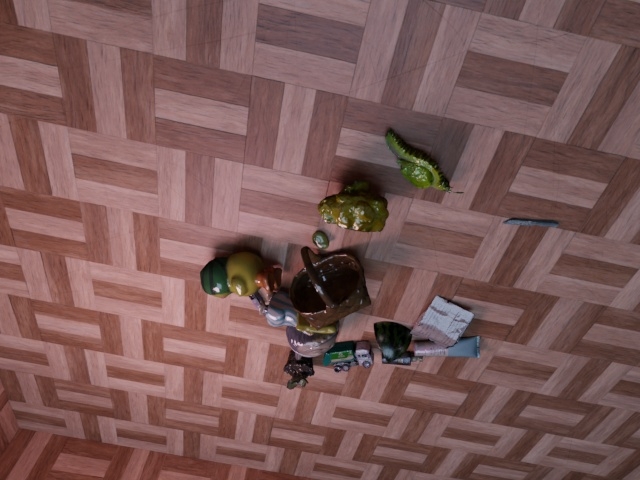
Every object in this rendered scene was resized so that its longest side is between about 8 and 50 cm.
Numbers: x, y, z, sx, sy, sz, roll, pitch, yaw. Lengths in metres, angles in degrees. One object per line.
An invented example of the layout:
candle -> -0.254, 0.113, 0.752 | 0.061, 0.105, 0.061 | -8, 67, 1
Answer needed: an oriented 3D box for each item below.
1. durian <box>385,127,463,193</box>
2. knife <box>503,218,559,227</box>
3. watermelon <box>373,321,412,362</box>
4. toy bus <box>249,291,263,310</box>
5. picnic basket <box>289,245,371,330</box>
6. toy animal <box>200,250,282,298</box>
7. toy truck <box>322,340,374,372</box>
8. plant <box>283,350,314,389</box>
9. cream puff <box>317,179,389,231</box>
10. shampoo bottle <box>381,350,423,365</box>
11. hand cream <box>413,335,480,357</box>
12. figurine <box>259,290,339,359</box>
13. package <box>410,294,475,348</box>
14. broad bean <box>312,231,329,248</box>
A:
durian -> 0.365, -0.257, 1.610 | 0.375, 0.107, 0.132 | 39, 126, -16
knife -> 0.826, -0.069, 1.758 | 0.210, 0.015, 0.028 | 4, 132, 3
watermelon -> 0.331, 0.462, 2.144 | 0.137, 0.193, 0.145 | 13, 144, 57
toy bus -> -0.304, 0.267, 2.093 | 0.037, 0.052, 0.131 | -15, 124, 17
picnic basket -> 0.008, 0.159, 1.817 | 0.337, 0.293, 0.337 | -10, 134, -11
toy animal -> -0.350, 0.143, 1.927 | 0.338, 0.216, 0.191 | -3, 99, 12
toy truck -> 0.135, 0.576, 2.247 | 0.253, 0.114, 0.124 | -13, 113, 14
plant -> -0.109, 0.650, 2.267 | 0.142, 0.203, 0.131 | -35, 124, 21
cream puff -> 0.124, -0.134, 1.642 | 0.281, 0.282, 0.185 | 11, 100, -3
shampoo bottle -> 0.412, 0.592, 2.262 | 0.207, 0.063, 0.057 | -1, 116, 9
hand cream -> 0.616, 0.521, 2.188 | 0.312, 0.070, 0.111 | -2, 96, 4
figurine -> -0.108, 0.437, 2.070 | 0.361, 0.266, 0.378 | 16, 122, 6
package -> 0.562, 0.392, 2.079 | 0.204, 0.062, 0.251 | 24, 122, -1
broad bean -> 0.000, 0.000, 1.873 | 0.063, 0.045, 0.083 | -36, 108, 26
